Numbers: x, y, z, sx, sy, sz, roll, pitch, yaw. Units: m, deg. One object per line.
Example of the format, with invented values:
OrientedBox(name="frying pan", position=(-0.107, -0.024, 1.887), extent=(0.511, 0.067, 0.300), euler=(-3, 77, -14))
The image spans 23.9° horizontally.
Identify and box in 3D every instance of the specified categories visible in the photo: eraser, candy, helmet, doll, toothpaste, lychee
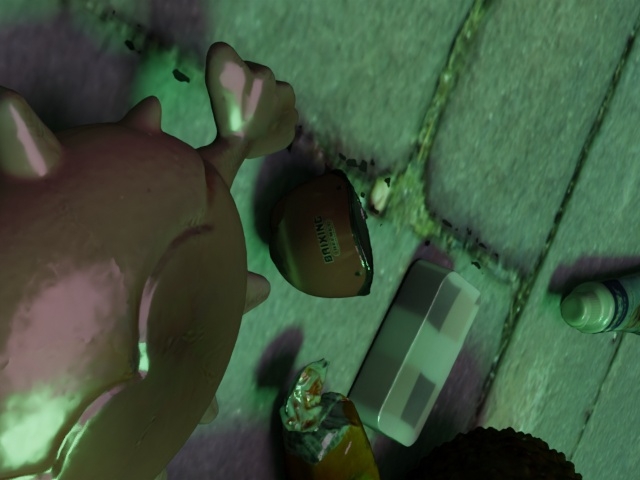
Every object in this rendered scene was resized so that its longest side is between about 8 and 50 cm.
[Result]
OrientedBox(name="eraser", position=(0.057, 0.068, 0.909), extent=(0.065, 0.026, 0.105), euler=(36, 78, -56))
OrientedBox(name="candy", position=(0.004, 0.133, 0.849), extent=(0.053, 0.046, 0.182), euler=(-42, 136, -32))
OrientedBox(name="helmet", position=(-0.001, 0.000, 0.754), extent=(0.084, 0.049, 0.065), euler=(47, 30, -83))
OrientedBox(name="doll", position=(-0.092, 0.029, 0.587), extent=(0.262, 0.093, 0.211), euler=(-57, 144, -18))
OrientedBox(name="toothpaste", position=(0.227, 0.047, 1.158), extent=(0.216, 0.037, 0.062), euler=(1, 107, -63))
OrientedBox(name="lychee", position=(0.113, 0.196, 0.957), extent=(0.171, 0.171, 0.171), euler=(-35, 136, -43))
